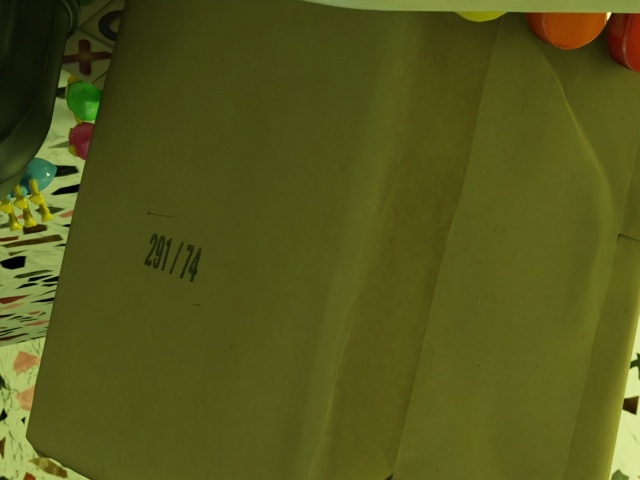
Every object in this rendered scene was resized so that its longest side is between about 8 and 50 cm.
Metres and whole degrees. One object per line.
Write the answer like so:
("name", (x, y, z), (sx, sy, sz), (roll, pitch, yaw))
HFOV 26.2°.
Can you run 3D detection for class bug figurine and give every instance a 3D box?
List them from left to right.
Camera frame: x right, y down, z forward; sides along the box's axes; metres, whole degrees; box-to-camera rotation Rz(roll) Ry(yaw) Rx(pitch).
("bug figurine", (-0.234, -0.090, 1.194), (0.216, 0.072, 0.279), (-16, 167, -11))

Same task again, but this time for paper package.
("paper package", (0.000, 0.000, 0.719), (0.168, 0.310, 0.325), (14, 175, -31))

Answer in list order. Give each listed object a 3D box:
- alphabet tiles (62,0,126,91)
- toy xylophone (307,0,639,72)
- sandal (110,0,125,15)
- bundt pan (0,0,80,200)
("alphabet tiles", (-0.057, -0.132, 0.888), (0.198, 0.009, 0.237), (-30, 137, 34))
("toy xylophone", (0.098, -0.175, 0.482), (0.322, 0.236, 0.081), (3, -155, -37))
("sandal", (-0.101, -0.182, 0.864), (0.180, 0.049, 0.072), (-15, 144, 17))
("bundt pan", (-0.299, -0.088, 0.772), (0.330, 0.124, 0.331), (-4, 161, -1))
